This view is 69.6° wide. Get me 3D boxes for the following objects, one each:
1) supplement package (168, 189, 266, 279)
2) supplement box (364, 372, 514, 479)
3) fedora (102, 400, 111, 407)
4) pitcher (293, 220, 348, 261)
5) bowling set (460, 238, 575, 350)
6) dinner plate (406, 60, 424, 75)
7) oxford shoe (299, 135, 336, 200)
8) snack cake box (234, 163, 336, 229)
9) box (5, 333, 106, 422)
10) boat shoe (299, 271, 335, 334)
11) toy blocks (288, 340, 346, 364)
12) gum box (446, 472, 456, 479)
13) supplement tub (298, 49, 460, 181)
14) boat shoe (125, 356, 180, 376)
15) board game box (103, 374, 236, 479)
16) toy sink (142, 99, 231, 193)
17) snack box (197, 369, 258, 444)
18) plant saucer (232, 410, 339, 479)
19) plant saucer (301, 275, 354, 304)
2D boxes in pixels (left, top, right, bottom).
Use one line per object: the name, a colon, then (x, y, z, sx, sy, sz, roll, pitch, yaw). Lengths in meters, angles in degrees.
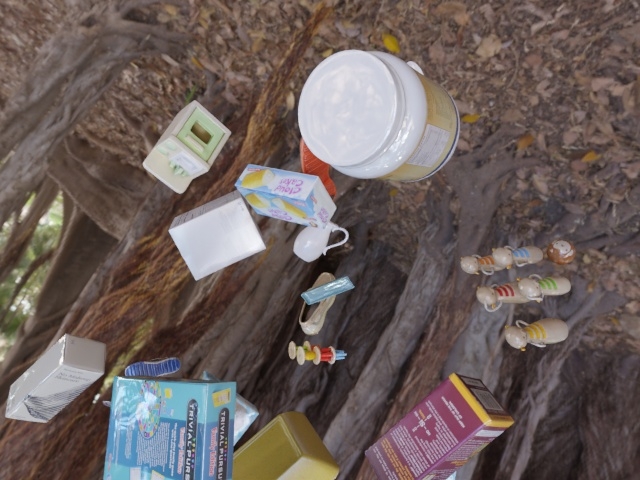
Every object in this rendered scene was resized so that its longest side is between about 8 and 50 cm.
supplement package: (-0.358, -0.028, 1.619, 0.198, 0.262, 0.199, -126, 12, -70)
supplement box: (0.172, 0.288, 0.674, 0.104, 0.188, 0.081, 27, -160, -46)
fedora: (-0.625, 0.637, 1.585, 0.243, 0.124, 0.275, -4, 154, 24)
pitcher: (0.000, 0.000, 1.928, 0.178, 0.207, 0.125, 38, -172, 11)
bowling set: (0.434, 0.070, 1.003, 0.154, 0.200, 0.287, -3, -141, -23)
dinner plate: (0.323, -0.550, 1.604, 0.141, 0.017, 0.141, 59, 166, 26)
oxford shoe: (-0.028, -0.221, 1.390, 0.098, 0.097, 0.271, 45, 160, 37)
snack cake box: (-0.103, -0.131, 1.367, 0.264, 0.089, 0.152, 14, 154, 32)
box: (-0.681, 0.359, 1.186, 0.113, 0.275, 0.094, 31, -152, -42)
boat shoe: (-0.013, 0.248, 1.953, 0.109, 0.302, 0.098, 1, 140, 29)
toy blocks: (-0.008, 0.342, 1.406, 0.148, 0.054, 0.123, 6, 179, -24)
gum box: (0.331, 0.562, 1.232, 0.041, 0.184, 0.157, 5, -168, 5)
supplement tub: (0.123, -0.233, 0.906, 0.228, 0.228, 0.316, 20, -165, 30)
boat shoe: (-0.581, 0.447, 1.608, 0.183, 0.066, 0.066, -5, 177, -12)
board game box: (-0.323, 0.422, 0.968, 0.336, 0.254, 0.079, -9, 164, 36)
toy sink: (-0.410, -0.288, 1.430, 0.153, 0.234, 0.131, 41, 149, -29)
snack box: (-0.341, 0.535, 1.233, 0.187, 0.322, 0.060, 41, 172, -15)
plant saucer: (-0.149, 0.627, 1.253, 0.081, 0.333, 0.333, 55, 167, -17)
plant saucer: (0.026, 0.184, 1.715, 0.067, 0.192, 0.018, 57, -164, -37)
